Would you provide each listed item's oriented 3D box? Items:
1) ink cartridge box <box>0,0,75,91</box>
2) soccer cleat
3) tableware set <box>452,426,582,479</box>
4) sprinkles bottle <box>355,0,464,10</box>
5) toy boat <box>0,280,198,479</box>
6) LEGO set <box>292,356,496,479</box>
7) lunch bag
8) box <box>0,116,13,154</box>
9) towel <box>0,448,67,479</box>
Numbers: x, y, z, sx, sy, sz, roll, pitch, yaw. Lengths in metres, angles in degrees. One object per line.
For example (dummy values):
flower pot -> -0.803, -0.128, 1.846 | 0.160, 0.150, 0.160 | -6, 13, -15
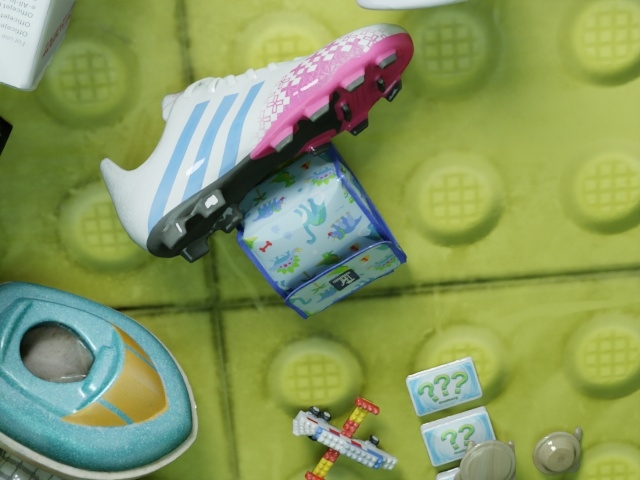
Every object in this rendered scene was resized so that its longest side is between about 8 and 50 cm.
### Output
ink cartridge box -> -0.250, -0.313, 1.248 | 0.129, 0.223, 0.307 | 18, 111, -8
soccer cleat -> -0.068, -0.124, 1.397 | 0.331, 0.116, 0.143 | -38, 70, -1
tableware set -> 0.226, 0.274, 1.614 | 0.168, 0.020, 0.141 | -5, 115, -10
sprinkles bottle -> 0.071, -0.383, 1.260 | 0.121, 0.121, 0.355 | -7, 105, 1
toy boat -> -0.255, 0.190, 1.424 | 0.267, 0.318, 0.148 | 23, 145, -11
LEGO set -> 0.074, 0.246, 1.587 | 0.244, 0.060, 0.182 | -17, 113, 2
lunch bag -> 0.000, 0.000, 1.466 | 0.128, 0.096, 0.151 | -30, 125, 8
box -> -0.407, 0.017, 1.334 | 0.079, 0.322, 0.257 | 39, 107, -18
towel -> -0.270, 0.359, 1.541 | 0.283, 0.121, 0.235 | 41, 62, -19
